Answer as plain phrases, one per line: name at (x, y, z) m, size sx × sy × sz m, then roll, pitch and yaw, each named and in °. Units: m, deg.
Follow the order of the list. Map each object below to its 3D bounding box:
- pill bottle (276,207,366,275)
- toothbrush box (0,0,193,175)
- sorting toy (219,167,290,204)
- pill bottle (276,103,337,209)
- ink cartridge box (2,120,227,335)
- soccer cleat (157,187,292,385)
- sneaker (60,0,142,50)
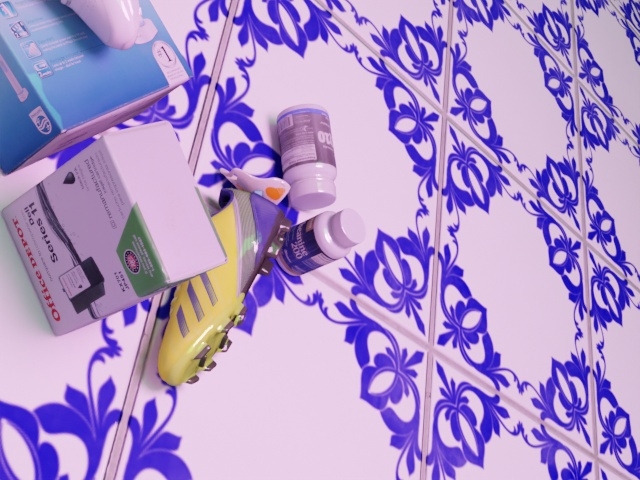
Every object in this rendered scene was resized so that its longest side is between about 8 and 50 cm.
pill bottle at (0.000, 0.000, 1.204) m, size 0.067 × 0.120 × 0.067 m, roll 26°, pitch 53°, yaw -39°
toothbrush box at (-0.311, -0.253, 0.972) m, size 0.216 × 0.126 × 0.295 m, roll -40°, pitch 103°, yaw -49°
sorting toy at (-0.095, -0.074, 1.182) m, size 0.075 × 0.083 × 0.044 m, roll 35°, pitch 77°, yaw -27°
pill bottle at (-0.018, -0.118, 1.279) m, size 0.078 × 0.078 × 0.137 m, roll 13°, pitch 62°, yaw -45°
ink cartridge box at (-0.211, -0.006, 0.897) m, size 0.087 × 0.208 × 0.153 m, roll -23°, pitch 89°, yaw -49°
soccer cleat at (-0.136, 0.049, 1.073) m, size 0.121 × 0.093 × 0.289 m, roll 27°, pitch 50°, yaw 1°
sneaker at (-0.263, -0.289, 0.895) m, size 0.095 × 0.090 × 0.235 m, roll -31°, pitch 92°, yaw -35°
